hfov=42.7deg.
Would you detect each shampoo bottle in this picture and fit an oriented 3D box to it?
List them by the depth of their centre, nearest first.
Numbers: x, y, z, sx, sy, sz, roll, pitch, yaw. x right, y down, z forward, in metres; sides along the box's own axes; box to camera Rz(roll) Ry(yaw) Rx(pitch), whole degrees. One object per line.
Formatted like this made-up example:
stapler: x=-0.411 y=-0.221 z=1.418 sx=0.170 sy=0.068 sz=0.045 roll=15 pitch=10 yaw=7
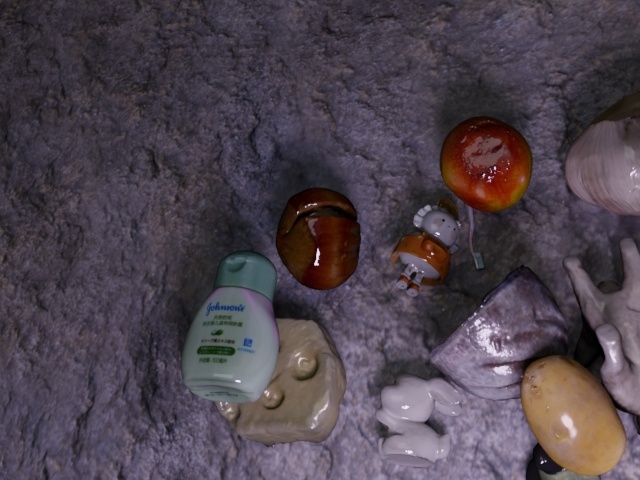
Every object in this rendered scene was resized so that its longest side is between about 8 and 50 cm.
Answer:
shampoo bottle: x=-0.190 y=0.185 z=1.870 sx=0.221 sy=0.151 sz=0.350 roll=-2 pitch=58 yaw=21

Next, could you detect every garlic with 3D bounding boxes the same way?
garlic: x=0.707 y=-0.183 z=1.786 sx=0.317 sy=0.259 sz=0.317 roll=-20 pitch=22 yaw=8

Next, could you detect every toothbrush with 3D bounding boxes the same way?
toothbrush: x=0.362 y=-0.047 z=1.987 sx=0.027 sy=0.021 sz=0.269 roll=-8 pitch=60 yaw=3

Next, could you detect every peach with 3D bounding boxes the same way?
peach: x=0.390 y=-0.178 z=1.927 sx=0.230 sy=0.231 sz=0.231 roll=-10 pitch=60 yaw=17

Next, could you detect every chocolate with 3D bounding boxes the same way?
chocolate: x=0.388 y=0.220 z=1.690 sx=0.213 sy=0.303 sz=0.303 roll=44 pitch=84 yaw=12

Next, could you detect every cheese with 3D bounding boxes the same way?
cheese: x=-0.091 y=0.332 z=1.903 sx=0.318 sy=0.115 sz=0.326 roll=-39 pitch=55 yaw=-3

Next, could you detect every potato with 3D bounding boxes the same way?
potato: x=0.464 y=0.325 z=1.520 sx=0.150 sy=0.146 sz=0.234 roll=-40 pitch=71 yaw=24

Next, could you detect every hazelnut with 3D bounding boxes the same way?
hazelnut: x=0.000 y=0.000 z=2.013 sx=0.217 sy=0.217 sz=0.252 roll=-14 pitch=68 yaw=14

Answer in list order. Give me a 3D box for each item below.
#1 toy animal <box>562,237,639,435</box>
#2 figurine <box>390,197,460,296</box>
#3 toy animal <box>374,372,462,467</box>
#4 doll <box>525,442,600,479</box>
toy animal: x=0.610 y=0.210 z=1.639 sx=0.194 sy=0.303 sz=0.344 roll=-13 pitch=34 yaw=9
figurine: x=0.256 y=0.012 z=1.944 sx=0.143 sy=0.143 sz=0.271 roll=4 pitch=45 yaw=24
toy animal: x=0.208 y=0.385 z=1.748 sx=0.178 sy=0.127 sz=0.193 roll=8 pitch=65 yaw=23
doll: x=0.475 y=0.493 z=1.574 sx=0.135 sy=0.144 sz=0.234 roll=-1 pitch=57 yaw=5
